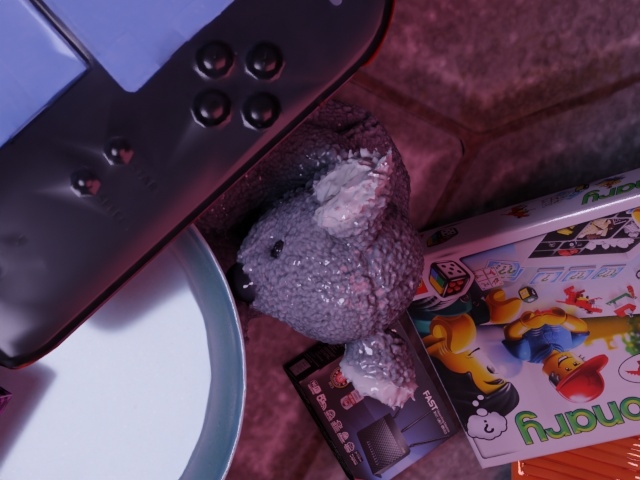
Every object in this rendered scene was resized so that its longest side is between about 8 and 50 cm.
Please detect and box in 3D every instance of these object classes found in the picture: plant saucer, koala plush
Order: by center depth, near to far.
[{"bbox_3d":[-0.202,0.086,1.050,0.318,0.044,0.317,0,91,6],"label":"plant saucer"},{"bbox_3d":[0.000,0.000,1.074,0.203,0.221,0.196,-13,110,-18],"label":"koala plush"}]

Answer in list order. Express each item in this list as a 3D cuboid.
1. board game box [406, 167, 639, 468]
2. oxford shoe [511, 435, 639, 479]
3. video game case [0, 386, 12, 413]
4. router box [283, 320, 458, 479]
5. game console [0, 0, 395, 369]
[{"bbox_3d":[0.224,0.050,1.172,0.305,0.053,0.193,-17,112,25],"label":"board game box"},{"bbox_3d":[0.229,0.198,1.309,0.133,0.130,0.363,16,94,-58],"label":"oxford shoe"},{"bbox_3d":[-0.347,0.139,1.024,0.210,0.042,0.232,32,93,6],"label":"video game case"},{"bbox_3d":[0.040,0.124,1.232,0.092,0.038,0.122,-34,116,-10],"label":"router box"},{"bbox_3d":[-0.185,-0.170,0.943,0.342,0.060,0.386,-42,88,-4],"label":"game console"}]
